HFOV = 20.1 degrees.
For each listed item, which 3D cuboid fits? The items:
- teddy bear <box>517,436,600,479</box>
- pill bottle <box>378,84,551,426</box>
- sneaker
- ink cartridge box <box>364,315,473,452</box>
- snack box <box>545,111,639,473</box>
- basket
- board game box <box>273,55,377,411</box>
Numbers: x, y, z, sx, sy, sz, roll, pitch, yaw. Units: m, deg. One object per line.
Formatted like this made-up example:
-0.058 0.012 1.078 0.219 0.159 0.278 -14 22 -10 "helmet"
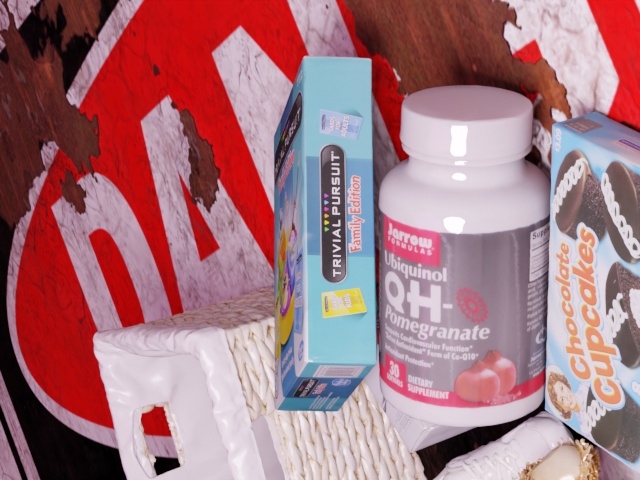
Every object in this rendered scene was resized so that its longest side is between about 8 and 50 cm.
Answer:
0.238 0.360 1.821 0.245 0.113 0.338 -129 45 -68 "teddy bear"
0.146 0.012 1.820 0.176 0.176 0.318 28 125 52 "pill bottle"
0.194 0.256 1.945 0.090 0.115 0.232 65 150 12 "sneaker"
0.115 0.151 2.029 0.150 0.109 0.063 58 147 24 "ink cartridge box"
0.296 0.058 1.715 0.187 0.060 0.322 34 134 50 "snack box"
-0.074 0.232 2.241 0.331 0.266 0.328 -5 102 61 "basket"
0.000 0.000 1.988 0.254 0.079 0.336 118 152 -71 "board game box"
